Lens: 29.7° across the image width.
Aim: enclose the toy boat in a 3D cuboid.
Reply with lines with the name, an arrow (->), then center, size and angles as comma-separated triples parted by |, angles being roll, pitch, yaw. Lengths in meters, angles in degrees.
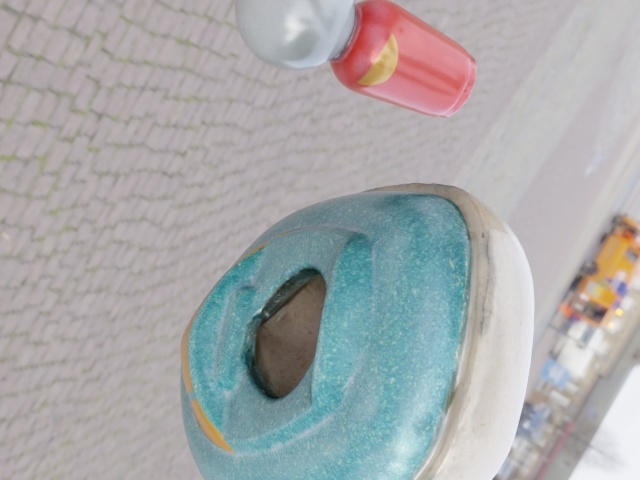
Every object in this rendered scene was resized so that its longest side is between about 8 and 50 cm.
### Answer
toy boat -> 0.000, 0.000, 0.655 | 0.267, 0.148, 0.318 | -24, -129, 55
